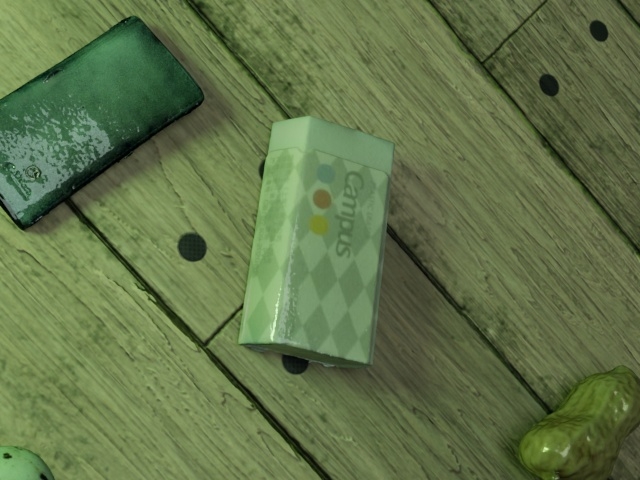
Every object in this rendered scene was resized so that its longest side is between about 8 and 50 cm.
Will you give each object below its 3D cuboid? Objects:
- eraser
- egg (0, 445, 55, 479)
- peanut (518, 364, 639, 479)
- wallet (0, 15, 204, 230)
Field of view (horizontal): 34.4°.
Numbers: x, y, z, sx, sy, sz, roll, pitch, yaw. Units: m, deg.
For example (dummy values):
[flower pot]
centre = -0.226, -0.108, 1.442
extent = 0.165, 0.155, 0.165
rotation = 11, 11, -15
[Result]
[eraser]
centre = 0.000, 0.000, 1.719
extent = 0.213, 0.082, 0.397
rotation = 16, 70, -22
[egg]
centre = -0.420, 0.358, 1.408
extent = 0.131, 0.131, 0.164
rotation = -29, 113, -29
[peanut]
centre = 0.468, 0.343, 1.826
extent = 0.291, 0.143, 0.159
rotation = -33, 126, -34
[wallet]
centre = -0.372, -0.194, 1.613
extent = 0.379, 0.046, 0.191
rotation = -41, 94, -27
